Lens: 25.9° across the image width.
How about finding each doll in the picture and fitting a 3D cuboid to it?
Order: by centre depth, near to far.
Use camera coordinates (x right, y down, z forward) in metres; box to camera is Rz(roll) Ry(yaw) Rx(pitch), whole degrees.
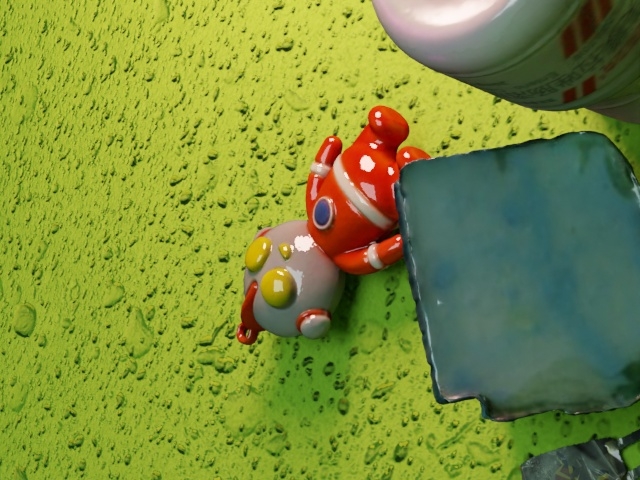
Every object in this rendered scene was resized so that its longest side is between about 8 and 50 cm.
[{"bbox_3d":[0.000,0.000,1.626,0.336,0.105,0.200,-50,49,24],"label":"doll"}]

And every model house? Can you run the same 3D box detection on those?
[{"bbox_3d":[0.201,0.049,1.386,0.226,0.241,0.261,-10,82,-1],"label":"model house"}]

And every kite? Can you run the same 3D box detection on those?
[{"bbox_3d":[0.290,0.232,1.338,0.245,0.015,0.141,-39,57,33],"label":"kite"}]

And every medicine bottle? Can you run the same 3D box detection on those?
[{"bbox_3d":[0.230,-0.244,1.297,0.256,0.325,0.256,-14,69,42],"label":"medicine bottle"}]
